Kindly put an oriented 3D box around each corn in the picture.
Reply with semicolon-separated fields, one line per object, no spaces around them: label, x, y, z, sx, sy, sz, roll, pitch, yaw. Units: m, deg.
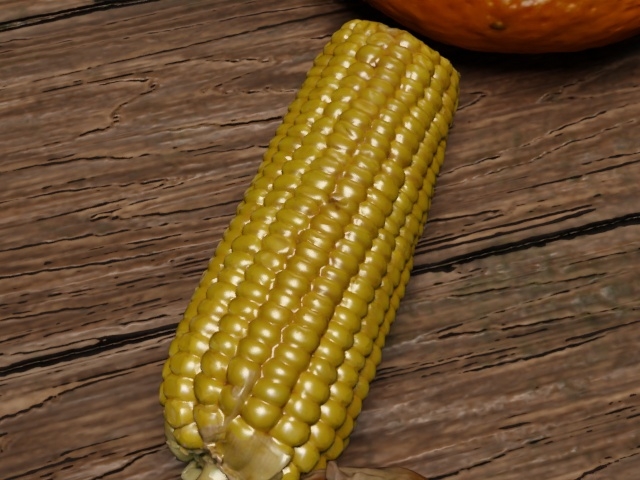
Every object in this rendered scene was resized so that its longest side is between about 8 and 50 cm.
corn;0.000;0.000;0.623;0.144;0.144;0.387;18;70;6

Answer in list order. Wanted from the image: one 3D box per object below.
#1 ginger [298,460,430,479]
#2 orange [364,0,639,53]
ginger;0.028;0.329;0.481;0.256;0.176;0.375;27;81;-9
orange;0.160;-0.353;0.663;0.424;0.326;0.424;1;71;-2
